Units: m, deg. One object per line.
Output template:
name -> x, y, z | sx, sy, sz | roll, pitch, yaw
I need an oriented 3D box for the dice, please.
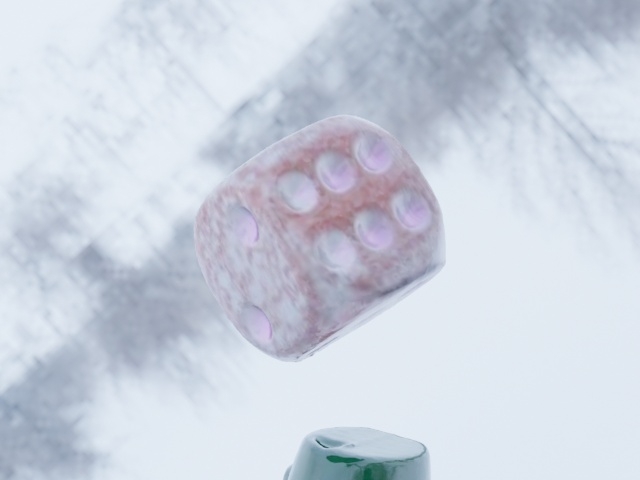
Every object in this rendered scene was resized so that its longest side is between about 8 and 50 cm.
dice -> 0.000, 0.000, 0.916 | 0.093, 0.094, 0.091 | -29, 170, -33

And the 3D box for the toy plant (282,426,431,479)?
toy plant -> 0.003, 0.226, 1.000 | 0.112, 0.243, 0.232 | 14, -146, 29
